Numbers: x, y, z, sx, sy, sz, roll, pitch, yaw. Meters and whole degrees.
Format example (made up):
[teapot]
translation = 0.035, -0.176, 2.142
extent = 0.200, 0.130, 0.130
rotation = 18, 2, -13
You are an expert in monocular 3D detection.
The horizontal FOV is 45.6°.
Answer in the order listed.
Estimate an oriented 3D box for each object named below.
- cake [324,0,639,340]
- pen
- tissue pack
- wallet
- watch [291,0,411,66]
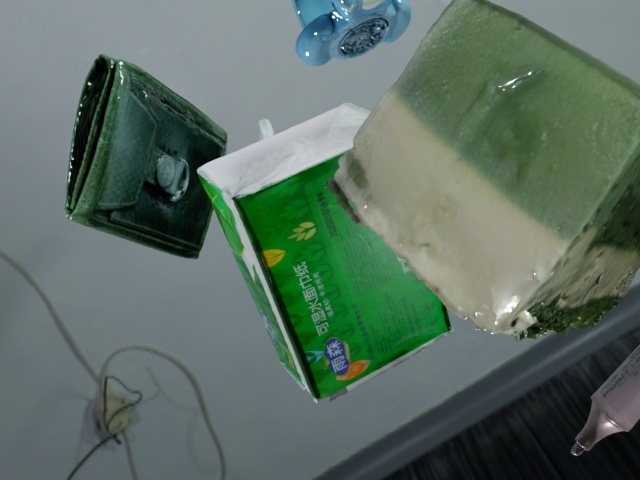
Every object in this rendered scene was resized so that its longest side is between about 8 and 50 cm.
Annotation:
[cake]
translation = 0.177, -0.006, 0.494
extent = 0.284, 0.172, 0.158
rotation = 28, 105, -30
[pen]
translation = 0.292, 0.121, 0.689
extent = 0.032, 0.053, 0.197
rotation = 35, 100, -5
[tissue pack]
translation = -0.001, 0.001, 0.675
extent = 0.148, 0.156, 0.208
rotation = -28, 119, -14
[wallet]
translation = -0.165, -0.073, 0.779
extent = 0.055, 0.236, 0.160
rotation = 9, 83, 22
[watch]
translation = 0.029, -0.408, 1.248
extent = 0.211, 0.193, 0.211
rotation = -27, 161, -10
